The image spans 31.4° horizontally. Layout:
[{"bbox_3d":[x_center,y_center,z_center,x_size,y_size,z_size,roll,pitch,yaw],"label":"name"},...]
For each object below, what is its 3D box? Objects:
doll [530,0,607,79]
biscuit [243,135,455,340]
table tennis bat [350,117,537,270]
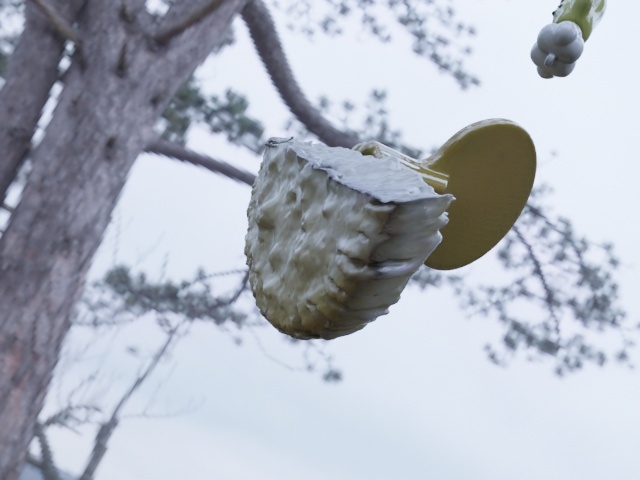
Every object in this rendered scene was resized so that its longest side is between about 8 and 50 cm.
[{"bbox_3d":[0.316,-0.270,1.440,0.062,0.162,0.106,25,-37,11],"label":"doll"},{"bbox_3d":[0.000,0.000,1.000,0.084,0.179,0.281,15,4,-29],"label":"biscuit"},{"bbox_3d":[0.142,-0.059,1.293,0.321,0.198,0.050,12,23,-48],"label":"table tennis bat"}]
